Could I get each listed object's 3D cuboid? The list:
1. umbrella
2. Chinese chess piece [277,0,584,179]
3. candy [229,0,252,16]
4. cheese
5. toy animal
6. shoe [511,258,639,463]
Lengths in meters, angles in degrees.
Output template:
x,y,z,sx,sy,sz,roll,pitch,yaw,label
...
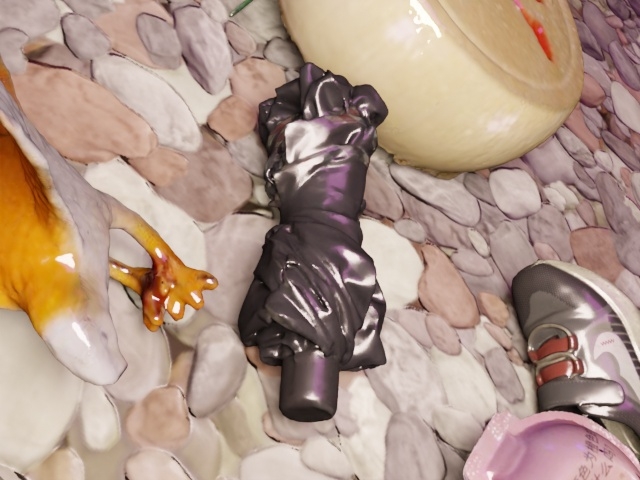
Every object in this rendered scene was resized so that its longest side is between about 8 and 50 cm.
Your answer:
x,y,z,sx,sy,sz,roll,pitch,yaw,label
0.000,0.000,0.618,0.110,0.122,0.272,-5,58,9,umbrella
0.111,-0.227,0.814,0.338,0.140,0.338,27,48,-34,Chinese chess piece
-0.049,-0.241,0.805,0.035,0.035,0.123,41,50,1,candy
0.218,0.243,0.623,0.286,0.074,0.189,43,56,-6,cheese
-0.205,-0.046,0.502,0.302,0.225,0.284,37,22,-30,toy animal
0.237,0.125,0.726,0.112,0.099,0.227,-35,86,-40,shoe
